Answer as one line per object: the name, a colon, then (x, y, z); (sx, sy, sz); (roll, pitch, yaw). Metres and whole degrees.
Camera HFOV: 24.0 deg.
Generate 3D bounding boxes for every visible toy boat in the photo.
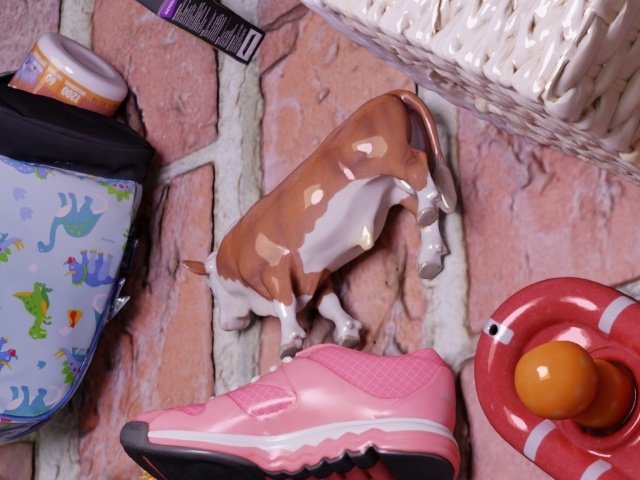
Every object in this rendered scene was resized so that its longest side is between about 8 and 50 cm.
toy boat: (0.198, 0.111, 1.108); (0.231, 0.151, 0.151); (35, 97, 47)

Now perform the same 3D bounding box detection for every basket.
basket: (0.226, -0.226, 1.110); (0.266, 0.328, 0.331); (32, 95, 43)

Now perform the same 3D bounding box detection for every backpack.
backpack: (-0.343, 0.032, 1.596); (0.355, 0.290, 0.273); (-65, 31, 11)

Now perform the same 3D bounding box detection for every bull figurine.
bull figurine: (0.000, 0.000, 1.397); (0.310, 0.101, 0.188); (-48, 49, 22)

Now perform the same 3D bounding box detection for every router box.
router box: (-0.160, -0.264, 1.650); (0.179, 0.133, 0.046); (38, 100, 47)

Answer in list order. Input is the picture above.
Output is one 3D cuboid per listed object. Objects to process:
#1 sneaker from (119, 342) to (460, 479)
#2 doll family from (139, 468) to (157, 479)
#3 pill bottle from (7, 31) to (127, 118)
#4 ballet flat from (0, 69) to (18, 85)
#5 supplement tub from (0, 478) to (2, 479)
sneaker: (-0.022, 0.157, 1.323); (0.314, 0.116, 0.136); (-4, 52, 21)
doll family: (-0.155, 0.298, 1.400); (0.263, 0.118, 0.163); (-20, 61, 37)
pill bottle: (-0.331, -0.126, 1.768); (0.216, 0.121, 0.121); (-53, 44, 13)
ballet flat: (-0.357, -0.197, 1.878); (0.173, 0.049, 0.057); (-14, 63, 41)
supplement tub: (-0.431, 0.332, 1.673); (0.198, 0.106, 0.106); (-45, 46, 22)
